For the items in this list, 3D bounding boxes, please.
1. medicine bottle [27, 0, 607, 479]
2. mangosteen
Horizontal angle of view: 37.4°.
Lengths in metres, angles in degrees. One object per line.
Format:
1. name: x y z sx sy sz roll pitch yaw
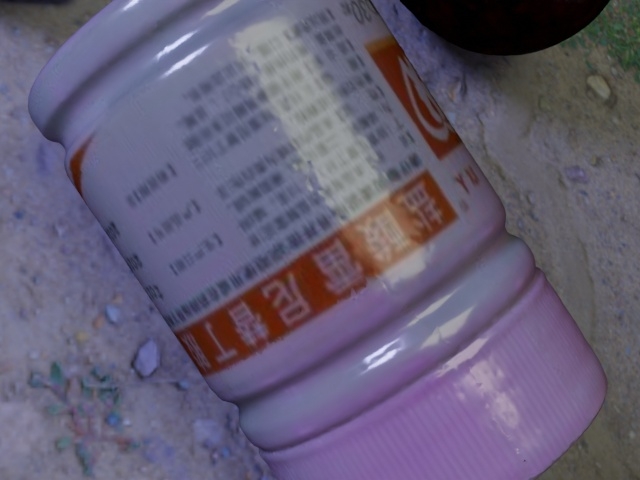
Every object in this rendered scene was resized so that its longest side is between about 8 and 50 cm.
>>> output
1. medicine bottle: 0.000 0.000 0.551 0.202 0.202 0.316 -36 93 -37
2. mangosteen: 0.148 -0.247 0.741 0.209 0.210 0.210 12 67 -29
